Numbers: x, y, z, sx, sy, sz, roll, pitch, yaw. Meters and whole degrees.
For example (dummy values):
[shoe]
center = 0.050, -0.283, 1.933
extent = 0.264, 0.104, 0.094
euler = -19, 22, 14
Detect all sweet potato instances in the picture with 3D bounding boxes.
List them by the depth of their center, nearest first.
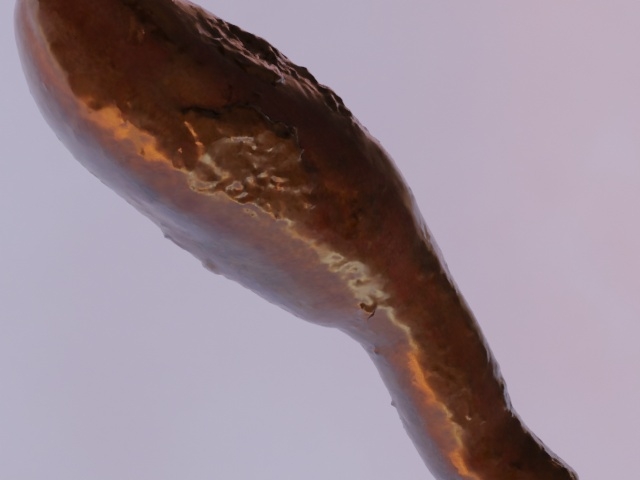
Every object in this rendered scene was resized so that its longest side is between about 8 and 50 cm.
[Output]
[sweet potato]
center = 0.000, 0.000, 0.801
extent = 0.385, 0.109, 0.109
euler = 44, -137, -21
